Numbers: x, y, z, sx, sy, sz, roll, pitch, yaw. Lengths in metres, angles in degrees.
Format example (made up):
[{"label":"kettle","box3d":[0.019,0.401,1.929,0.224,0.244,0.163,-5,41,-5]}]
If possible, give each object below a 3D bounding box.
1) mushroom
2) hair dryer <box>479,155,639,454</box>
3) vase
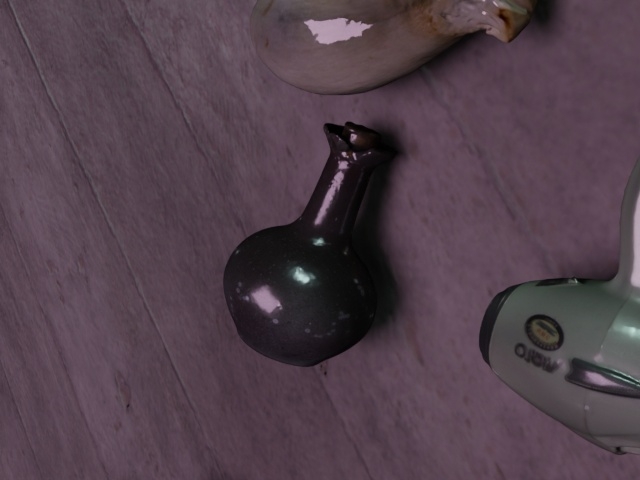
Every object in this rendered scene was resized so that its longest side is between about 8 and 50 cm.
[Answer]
[{"label":"mushroom","box3d":[0.040,-0.154,0.619,0.225,0.093,0.116,12,86,56]},{"label":"hair dryer","box3d":[0.217,0.012,0.455,0.229,0.092,0.267,37,116,33]},{"label":"vase","box3d":[0.000,0.000,0.698,0.120,0.120,0.183,36,111,42]}]
